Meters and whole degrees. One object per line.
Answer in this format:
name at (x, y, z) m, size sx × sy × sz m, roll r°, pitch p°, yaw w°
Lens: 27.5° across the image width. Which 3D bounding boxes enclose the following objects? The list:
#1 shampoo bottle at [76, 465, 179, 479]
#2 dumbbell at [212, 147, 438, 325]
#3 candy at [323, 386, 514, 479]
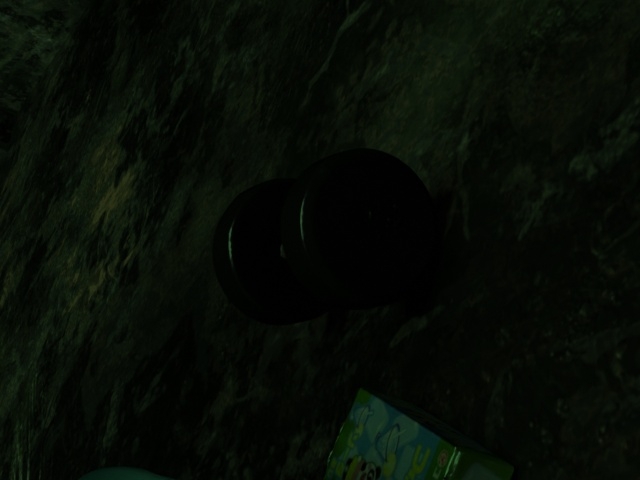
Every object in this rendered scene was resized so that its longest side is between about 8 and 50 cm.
shampoo bottle at (-0.167, 0.389, 0.949) m, size 0.343 × 0.331 × 0.331 m, roll -46°, pitch 8°, yaw -36°
dumbbell at (0.000, 0.000, 1.306) m, size 0.218 × 0.152 × 0.153 m, roll -17°, pitch 56°, yaw 61°
candy at (0.076, 0.197, 1.101) m, size 0.097 × 0.062 × 0.194 m, roll -68°, pitch 24°, yaw 0°
